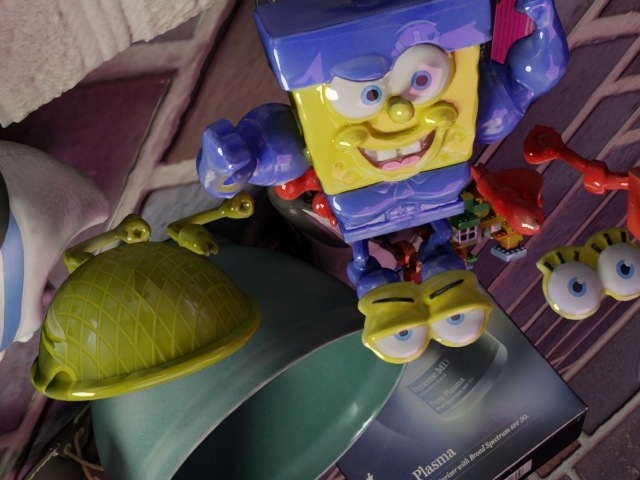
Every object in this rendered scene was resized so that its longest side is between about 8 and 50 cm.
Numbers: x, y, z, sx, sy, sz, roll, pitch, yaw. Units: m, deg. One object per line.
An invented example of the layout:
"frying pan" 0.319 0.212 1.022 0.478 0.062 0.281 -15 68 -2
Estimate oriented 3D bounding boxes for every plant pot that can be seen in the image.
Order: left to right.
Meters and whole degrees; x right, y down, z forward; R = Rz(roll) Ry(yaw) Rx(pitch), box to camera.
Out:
"plant pot" -0.090 0.116 0.951 0.293 0.196 0.293 -33 153 -20

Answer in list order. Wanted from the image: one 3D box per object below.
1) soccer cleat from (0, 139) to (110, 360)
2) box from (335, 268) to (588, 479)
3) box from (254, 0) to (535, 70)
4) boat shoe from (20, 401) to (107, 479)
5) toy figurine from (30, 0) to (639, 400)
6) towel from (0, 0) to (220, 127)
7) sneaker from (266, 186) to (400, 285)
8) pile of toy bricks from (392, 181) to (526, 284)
"soccer cleat" -0.262 0.071 0.714 0.331 0.116 0.143 -48 156 21
"box" 0.140 0.214 1.385 0.296 0.294 0.183 -36 156 -6
"box" 0.047 -0.178 0.674 0.163 0.142 0.247 -33 155 -10
"boat shoe" -0.212 0.209 1.084 0.305 0.109 0.091 -39 159 -14
"toy figurine" -0.001 -0.072 0.557 0.362 0.191 0.217 -13 126 -4
"towel" -0.126 -0.179 0.527 0.187 0.049 0.282 -33 158 -12
"sneaker" 0.000 0.000 1.016 0.108 0.100 0.271 -35 159 4
"pile of toy bricks" 0.156 -0.018 1.242 0.212 0.118 0.105 -17 118 -26
